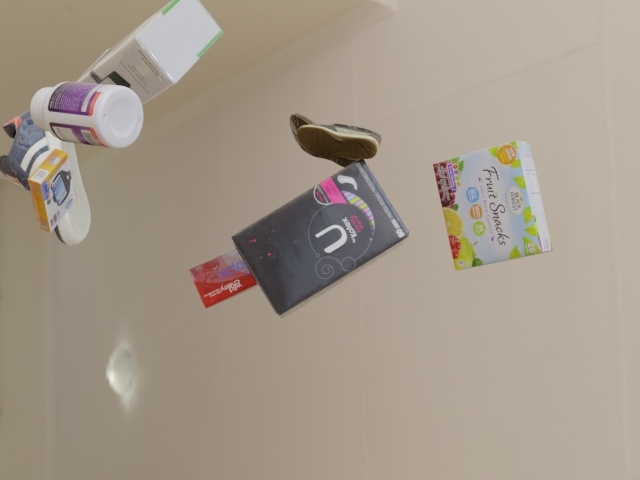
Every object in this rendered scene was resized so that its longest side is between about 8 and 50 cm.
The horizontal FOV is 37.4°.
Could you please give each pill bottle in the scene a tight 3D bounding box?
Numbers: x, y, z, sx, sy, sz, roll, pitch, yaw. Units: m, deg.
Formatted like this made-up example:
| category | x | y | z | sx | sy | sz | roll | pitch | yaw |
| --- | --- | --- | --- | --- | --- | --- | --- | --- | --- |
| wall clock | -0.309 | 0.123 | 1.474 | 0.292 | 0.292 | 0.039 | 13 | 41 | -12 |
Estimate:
| category | x | y | z | sx | sy | sz | roll | pitch | yaw |
| --- | --- | --- | --- | --- | --- | --- | --- | --- | --- |
| pill bottle | -0.413 | -0.222 | 1.654 | 0.193 | 0.108 | 0.108 | 11 | -81 | 33 |

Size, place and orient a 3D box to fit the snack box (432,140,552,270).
| category | x | y | z | sx | sy | sz | roll | pitch | yaw |
| --- | --- | --- | --- | --- | --- | --- | --- | --- | --- |
| snack box | 0.314 | -0.063 | 1.733 | 0.174 | 0.070 | 0.207 | -13 | -92 | 33 |

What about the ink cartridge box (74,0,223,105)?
| category | x | y | z | sx | sy | sz | roll | pitch | yaw |
| --- | --- | --- | --- | --- | --- | --- | --- | --- | --- |
| ink cartridge box | -0.371 | -0.370 | 1.972 | 0.289 | 0.121 | 0.211 | -21 | -153 | 44 |

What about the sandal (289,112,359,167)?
| category | x | y | z | sx | sy | sz | roll | pitch | yaw |
| --- | --- | --- | --- | --- | --- | --- | --- | --- | --- |
| sandal | 0.019 | -0.236 | 2.204 | 0.219 | 0.060 | 0.090 | 25 | -47 | 30 |

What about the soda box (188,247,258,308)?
| category | x | y | z | sx | sy | sz | roll | pitch | yaw |
| --- | --- | --- | --- | --- | --- | --- | --- | --- | --- |
| soda box | -0.133 | 0.046 | 1.959 | 0.083 | 0.263 | 0.092 | -2 | 67 | -86 |

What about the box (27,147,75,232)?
| category | x | y | z | sx | sy | sz | roll | pitch | yaw |
| --- | --- | --- | --- | --- | --- | --- | --- | --- | --- |
| box | -0.444 | -0.077 | 1.572 | 0.136 | 0.028 | 0.081 | 94 | 19 | -49 |

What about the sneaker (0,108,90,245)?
| category | x | y | z | sx | sy | sz | roll | pitch | yaw |
| --- | --- | --- | --- | --- | --- | --- | --- | --- | --- |
| sneaker | -0.573 | -0.123 | 1.937 | 0.131 | 0.148 | 0.350 | 72 | -2 | -57 |

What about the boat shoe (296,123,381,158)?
| category | x | y | z | sx | sy | sz | roll | pitch | yaw |
| --- | --- | --- | --- | --- | --- | --- | --- | --- | --- |
| boat shoe | 0.034 | -0.175 | 1.641 | 0.152 | 0.049 | 0.056 | 15 | -54 | 20 |

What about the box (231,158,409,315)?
| category | x | y | z | sx | sy | sz | roll | pitch | yaw |
| --- | --- | --- | --- | --- | --- | --- | --- | --- | --- |
| box | 0.000 | 0.000 | 1.680 | 0.165 | 0.270 | 0.143 | 58 | -3 | 6 |
